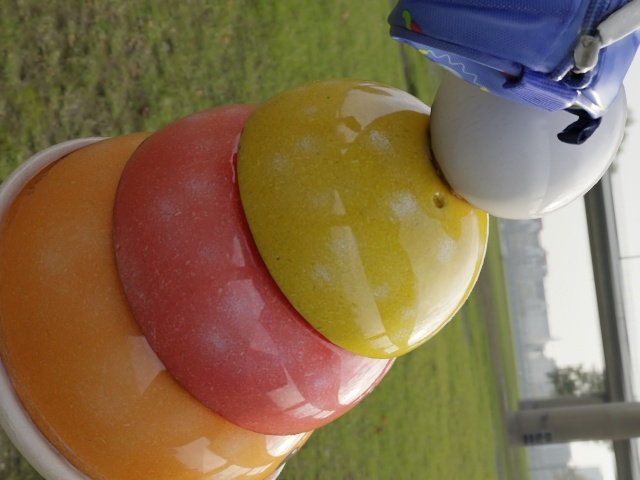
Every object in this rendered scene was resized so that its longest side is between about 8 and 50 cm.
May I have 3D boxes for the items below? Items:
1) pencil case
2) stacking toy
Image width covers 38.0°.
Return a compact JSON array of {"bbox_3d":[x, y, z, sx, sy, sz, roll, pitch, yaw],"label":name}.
[{"bbox_3d":[0.145,-0.203,0.443,0.306,0.119,0.133,-65,-148,16],"label":"pencil case"},{"bbox_3d":[0.000,0.000,0.684,0.351,0.480,0.350,28,49,-38],"label":"stacking toy"}]
